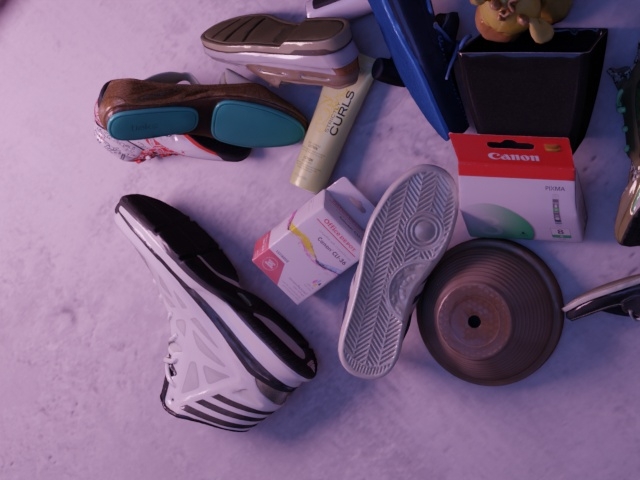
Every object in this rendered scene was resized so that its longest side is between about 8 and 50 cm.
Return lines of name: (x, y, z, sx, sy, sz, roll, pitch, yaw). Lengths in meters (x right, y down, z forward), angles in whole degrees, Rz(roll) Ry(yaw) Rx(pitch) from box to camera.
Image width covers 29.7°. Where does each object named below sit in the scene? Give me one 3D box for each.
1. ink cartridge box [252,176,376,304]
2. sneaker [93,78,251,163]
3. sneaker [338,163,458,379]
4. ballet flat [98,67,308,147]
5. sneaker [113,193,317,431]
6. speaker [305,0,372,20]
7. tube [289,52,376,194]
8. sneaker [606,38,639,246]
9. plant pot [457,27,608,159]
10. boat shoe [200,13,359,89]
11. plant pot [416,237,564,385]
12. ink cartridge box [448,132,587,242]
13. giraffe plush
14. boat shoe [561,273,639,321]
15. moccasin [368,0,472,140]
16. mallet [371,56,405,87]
ink cartridge box: (0.000, 0.000, 1.964, 0.198, 0.067, 0.115, -38, 111, 21)
sneaker: (-0.258, -0.179, 2.063, 0.270, 0.145, 0.090, 19, 60, -11)
sneaker: (0.113, 0.041, 1.907, 0.131, 0.148, 0.350, 23, 97, -2)
ballet flat: (-0.192, -0.224, 1.970, 0.116, 0.342, 0.124, 106, 157, -51)
sneaker: (-0.242, 0.145, 2.045, 0.447, 0.169, 0.257, 46, 108, 8)
speaker: (0.048, -0.381, 1.930, 0.136, 0.055, 0.055, -16, 90, 23)
tube: (0.018, -0.195, 1.964, 0.070, 0.062, 0.240, 21, 99, -13)
sneaker: (0.495, -0.193, 1.759, 0.182, 0.158, 0.410, 32, 112, 48)
plant pot: (0.316, -0.216, 1.783, 0.188, 0.187, 0.167, 4, 111, 21)
boat shoe: (-0.070, -0.298, 1.949, 0.302, 0.113, 0.103, 12, 136, 39)
plant pot: (0.254, 0.119, 1.879, 0.237, 0.110, 0.237, 3, 98, 21)
ink cartridge box: (0.293, -0.074, 1.788, 0.181, 0.225, 0.056, 4, 64, 22)
giraffe plush: (0.283, -0.355, 1.731, 0.181, 0.210, 0.170, 11, 57, 15)
boat shoe: (0.477, 0.088, 1.800, 0.233, 0.084, 0.079, -17, 89, 19)
moccasin: (0.163, -0.320, 1.826, 0.117, 0.138, 0.342, -27, 106, -7)
mallet: (0.121, -0.339, 1.904, 0.039, 0.062, 0.190, 17, 103, 63)
